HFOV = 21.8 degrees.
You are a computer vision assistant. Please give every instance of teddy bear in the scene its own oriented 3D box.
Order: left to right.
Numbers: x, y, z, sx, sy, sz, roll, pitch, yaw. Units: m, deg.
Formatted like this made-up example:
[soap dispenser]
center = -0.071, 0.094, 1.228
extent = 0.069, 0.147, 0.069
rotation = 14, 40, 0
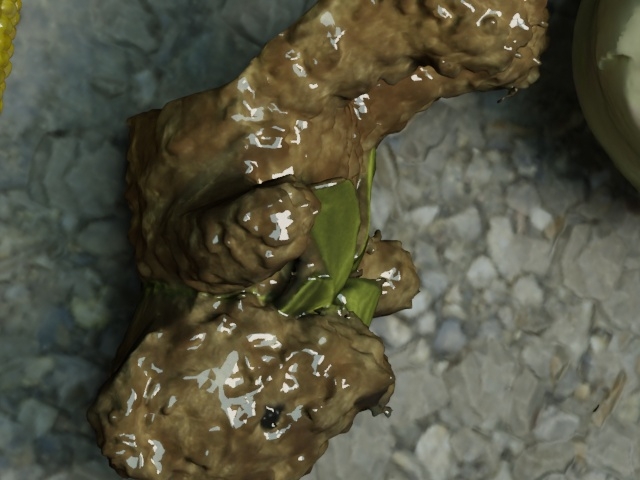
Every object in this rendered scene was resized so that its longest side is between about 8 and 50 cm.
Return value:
[teddy bear]
center = 0.010, -0.002, 0.860
extent = 0.296, 0.246, 0.222
rotation = -25, 79, 9

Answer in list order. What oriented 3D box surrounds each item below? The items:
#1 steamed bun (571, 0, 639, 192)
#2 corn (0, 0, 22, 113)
[steamed bun]
center = 0.293, -0.098, 0.965
extent = 0.320, 0.275, 0.206
rotation = 5, 126, -10
[corn]
center = -0.197, -0.126, 0.848
extent = 0.093, 0.093, 0.244
rotation = 7, 87, -21
